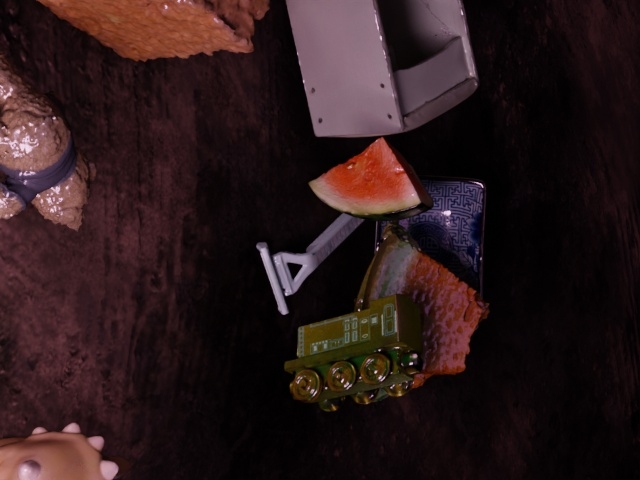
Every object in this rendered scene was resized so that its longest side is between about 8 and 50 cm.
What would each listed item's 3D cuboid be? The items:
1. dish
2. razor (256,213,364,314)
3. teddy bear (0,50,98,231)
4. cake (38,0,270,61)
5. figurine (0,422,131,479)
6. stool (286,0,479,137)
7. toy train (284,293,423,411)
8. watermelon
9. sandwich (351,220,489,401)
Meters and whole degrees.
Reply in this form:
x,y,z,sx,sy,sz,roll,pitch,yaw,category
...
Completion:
x,y,z,sx,sy,sz,roll,pitch,yaw,category
0.181,0.016,2.020,0.080,0.182,0.243,58,35,-85,dish
0.009,-0.001,1.854,0.278,0.056,0.111,-39,118,-44,razor
-0.336,-0.113,1.357,0.251,0.129,0.182,48,57,-40,teddy bear
-0.198,-0.387,1.429,0.282,0.255,0.290,33,69,-48,cake
-0.291,0.305,1.386,0.247,0.173,0.177,40,60,-44,figurine
0.097,-0.319,1.870,0.243,0.170,0.270,-33,115,-47,stool
0.048,0.170,1.790,0.090,0.225,0.137,32,49,-50,toy train
0.078,-0.074,1.859,0.137,0.145,0.193,55,9,-14,watermelon
0.146,0.127,1.911,0.292,0.212,0.109,-62,180,-8,sandwich
